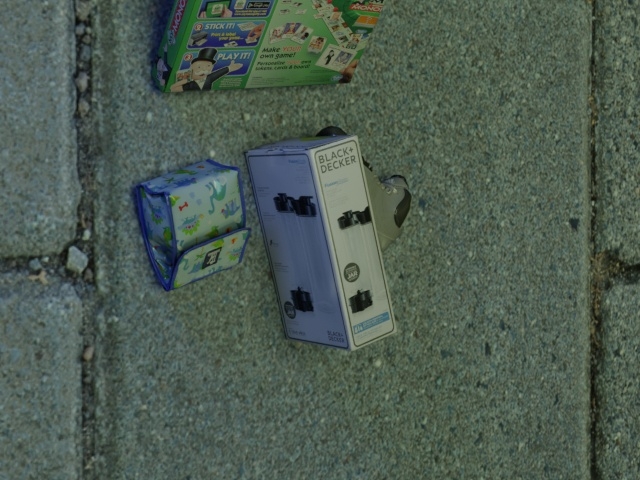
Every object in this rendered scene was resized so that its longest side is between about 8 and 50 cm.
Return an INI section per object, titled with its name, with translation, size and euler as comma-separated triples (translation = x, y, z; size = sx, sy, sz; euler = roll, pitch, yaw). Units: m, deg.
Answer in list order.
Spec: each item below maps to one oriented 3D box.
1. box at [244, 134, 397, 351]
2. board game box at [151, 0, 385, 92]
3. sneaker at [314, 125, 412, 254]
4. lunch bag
[box]
translation = 0.000, 0.000, 1.696
size = 0.087, 0.169, 0.290
euler = -20, 103, -33
[board game box]
translation = -0.057, -0.303, 1.637
size = 0.317, 0.046, 0.213
euler = -8, 138, -36
[sneaker]
translation = 0.070, -0.088, 1.804
size = 0.132, 0.086, 0.228
euler = -37, 123, -34
[lunch bag]
translation = -0.168, -0.018, 1.625
size = 0.129, 0.096, 0.151
euler = -22, 119, -36
